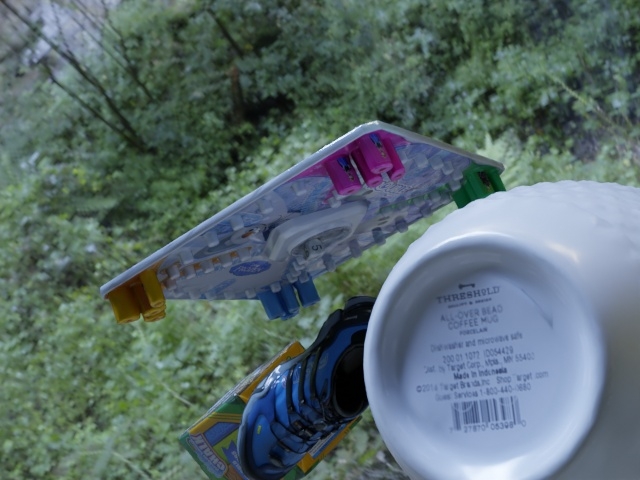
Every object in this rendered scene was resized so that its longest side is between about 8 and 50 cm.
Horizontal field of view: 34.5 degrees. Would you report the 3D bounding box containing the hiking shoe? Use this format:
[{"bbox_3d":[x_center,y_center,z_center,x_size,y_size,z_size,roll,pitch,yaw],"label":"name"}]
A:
[{"bbox_3d":[-0.008,0.208,1.358,0.304,0.113,0.132,-54,18,9],"label":"hiking shoe"}]

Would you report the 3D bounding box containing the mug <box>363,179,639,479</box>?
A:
[{"bbox_3d":[0.228,0.091,0.741,0.374,0.328,0.276,3,87,35],"label":"mug"}]

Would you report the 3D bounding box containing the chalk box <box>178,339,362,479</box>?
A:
[{"bbox_3d":[-0.104,0.334,1.779,0.179,0.180,0.289,49,137,2],"label":"chalk box"}]

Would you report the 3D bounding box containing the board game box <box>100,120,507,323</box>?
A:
[{"bbox_3d":[0.000,0.000,1.241,0.390,0.390,0.050,-30,73,25],"label":"board game box"}]
